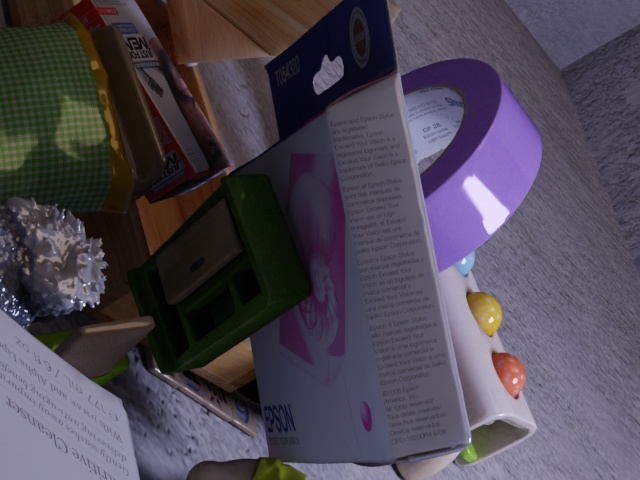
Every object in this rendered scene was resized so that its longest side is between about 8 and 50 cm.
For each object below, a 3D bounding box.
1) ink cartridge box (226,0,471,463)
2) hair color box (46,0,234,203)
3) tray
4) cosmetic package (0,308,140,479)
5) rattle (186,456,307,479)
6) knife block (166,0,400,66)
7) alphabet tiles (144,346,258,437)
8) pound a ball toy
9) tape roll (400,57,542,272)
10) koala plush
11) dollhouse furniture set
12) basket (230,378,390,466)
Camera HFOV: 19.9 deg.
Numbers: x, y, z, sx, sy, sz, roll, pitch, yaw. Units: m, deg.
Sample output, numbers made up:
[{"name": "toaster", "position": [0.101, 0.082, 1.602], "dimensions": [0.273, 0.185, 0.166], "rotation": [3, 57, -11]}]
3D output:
[{"name": "ink cartridge box", "position": [0.000, 0.000, 1.348], "dimensions": [0.324, 0.071, 0.330], "rotation": [154, -75, -73]}, {"name": "hair color box", "position": [-0.146, -0.117, 1.489], "dimensions": [0.167, 0.053, 0.093], "rotation": [60, 17, 2]}, {"name": "tray", "position": [-0.161, -0.081, 1.592], "dimensions": [0.203, 0.076, 0.411], "rotation": [35, 28, -49]}, {"name": "cosmetic package", "position": [-0.189, 0.201, 0.916], "dimensions": [0.217, 0.156, 0.385], "rotation": [45, 15, -41]}, {"name": "rattle", "position": [-0.065, 0.275, 1.402], "dimensions": [0.130, 0.143, 0.199], "rotation": [5, 68, -30]}, {"name": "knife block", "position": [-0.076, -0.289, 1.672], "dimensions": [0.088, 0.276, 0.242], "rotation": [-65, 150, -68]}, {"name": "alphabet tiles", "position": [-0.140, 0.048, 1.585], "dimensions": [0.237, 0.009, 0.198], "rotation": [39, 28, -47]}, {"name": "pound a ball toy", "position": [0.132, 0.113, 2.012], "dimensions": [0.208, 0.136, 0.319], "rotation": [30, 34, -58]}, {"name": "tape roll", "position": [0.101, -0.073, 1.986], "dimensions": [0.090, 0.275, 0.274], "rotation": [50, 20, -29]}, {"name": "koala plush", "position": [-0.247, -0.019, 1.120], "dimensions": [0.221, 0.196, 0.203], "rotation": [56, 8, -2]}, {"name": "dollhouse furniture set", "position": [-0.170, -0.055, 1.300], "dimensions": [0.198, 0.151, 0.301], "rotation": [-8, 69, -38]}, {"name": "basket", "position": [0.013, 0.107, 1.672], "dimensions": [0.227, 0.154, 0.204], "rotation": [48, 22, -52]}]
